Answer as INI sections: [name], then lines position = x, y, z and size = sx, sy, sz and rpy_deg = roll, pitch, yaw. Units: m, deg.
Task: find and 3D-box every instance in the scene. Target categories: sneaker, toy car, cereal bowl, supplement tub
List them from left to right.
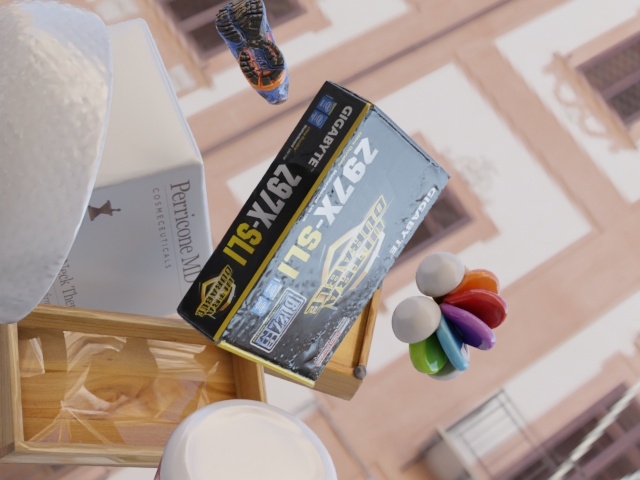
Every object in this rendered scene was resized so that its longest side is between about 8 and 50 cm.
[cereal bowl]
position = -0.342, -0.092, 1.403
size = 0.339, 0.141, 0.339
rpy_deg = -34, -132, 50
[supplement tub]
position = -0.105, 0.322, 1.506
size = 0.191, 0.191, 0.272
rpy_deg = 46, -43, 23
[sneaker]
position = -0.102, -0.288, 2.097
size = 0.087, 0.083, 0.221
rpy_deg = 69, 3, -52
[toy car]
position = 0.201, 0.116, 1.998
size = 0.136, 0.182, 0.159
rpy_deg = 9, -32, 40

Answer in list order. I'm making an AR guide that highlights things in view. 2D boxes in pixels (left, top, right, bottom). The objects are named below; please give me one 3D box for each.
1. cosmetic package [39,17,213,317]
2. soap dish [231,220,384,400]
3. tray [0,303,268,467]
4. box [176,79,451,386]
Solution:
[cosmetic package]
position = -0.390, -0.070, 2.033
size = 0.329, 0.393, 0.327
rpy_deg = 89, -19, -50
[soap dish]
position = -0.035, 0.116, 2.277
size = 0.290, 0.229, 0.118
rpy_deg = 21, -19, -27
[tray]
position = -0.258, 0.208, 1.901
size = 0.076, 0.410, 0.203
rpy_deg = -31, -121, 45
[box]
position = 0.000, 0.000, 1.632
size = 0.079, 0.322, 0.257
rpy_deg = 33, 0, 32
